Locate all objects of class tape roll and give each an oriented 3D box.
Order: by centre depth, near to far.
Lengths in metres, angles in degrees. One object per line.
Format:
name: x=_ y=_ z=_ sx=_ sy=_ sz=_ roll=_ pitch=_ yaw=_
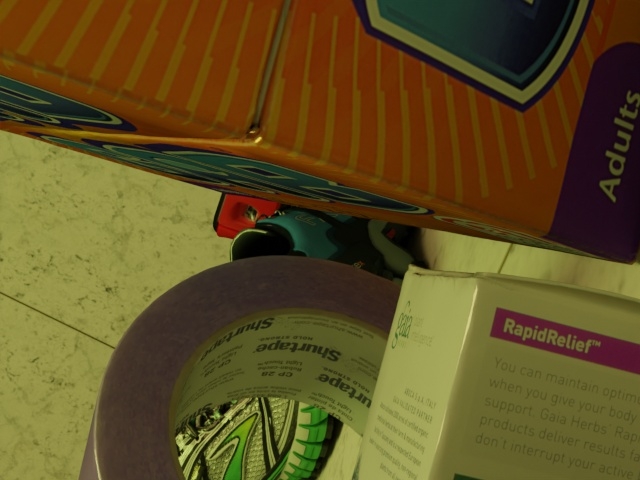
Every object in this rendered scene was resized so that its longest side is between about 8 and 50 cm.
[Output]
tape roll: x=-0.009 y=0.104 z=0.497 sx=0.080 sy=0.189 sz=0.189 roll=115 pitch=168 yaw=-49

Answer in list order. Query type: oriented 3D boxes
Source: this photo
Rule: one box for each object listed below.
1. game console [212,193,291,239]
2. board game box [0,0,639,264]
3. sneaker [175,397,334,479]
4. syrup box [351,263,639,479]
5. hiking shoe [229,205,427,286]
game console: x=0.024 y=-0.196 z=0.957 sx=0.342 sy=0.060 sz=0.386 roll=-64 pitch=1 yaw=-34
board game box: x=-0.065 y=-0.219 z=0.496 sx=0.356 sy=0.356 sz=0.356 roll=12 pitch=87 yaw=58
sneaker: x=-0.072 y=0.170 z=1.006 sx=0.134 sy=0.146 sz=0.343 roll=-92 pitch=19 yaw=-66
syrup box: x=0.051 y=0.131 z=0.351 sx=0.093 sy=0.096 sz=0.237 roll=178 pitch=108 yaw=-80
hiking shoe: x=0.000 y=0.000 z=0.861 sx=0.304 sy=0.132 sz=0.113 roll=-97 pitch=23 yaw=-71
